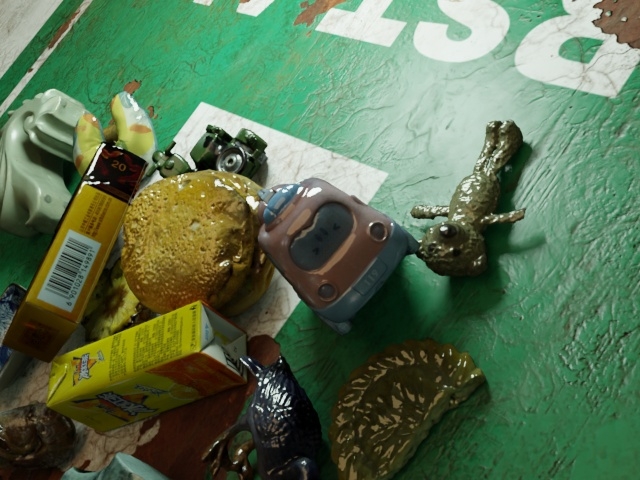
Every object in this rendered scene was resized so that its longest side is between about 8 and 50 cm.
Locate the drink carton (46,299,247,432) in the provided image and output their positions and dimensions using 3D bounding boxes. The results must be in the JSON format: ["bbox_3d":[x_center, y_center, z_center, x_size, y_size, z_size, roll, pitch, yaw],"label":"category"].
[{"bbox_3d":[-0.317,0.236,1.523,0.351,0.154,0.111,-22,50,24],"label":"drink carton"}]

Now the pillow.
[{"bbox_3d":[-0.490,-0.222,1.979,0.233,0.086,0.214,-22,85,26],"label":"pillow"}]

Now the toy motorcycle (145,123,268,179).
[{"bbox_3d":[-0.237,-0.168,1.771,0.275,0.127,0.205,33,86,42],"label":"toy motorcycle"}]

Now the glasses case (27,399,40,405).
[{"bbox_3d":[-0.593,0.368,1.732,0.032,0.021,0.083,-39,45,8],"label":"glasses case"}]

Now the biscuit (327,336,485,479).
[{"bbox_3d":[0.105,0.250,1.282,0.273,0.036,0.187,-49,44,-2],"label":"biscuit"}]

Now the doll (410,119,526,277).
[{"bbox_3d":[0.260,-0.068,1.366,0.286,0.091,0.202,-41,52,-6],"label":"doll"}]

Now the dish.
[{"bbox_3d":[-0.692,0.233,1.860,0.182,0.080,0.243,20,74,43],"label":"dish"}]

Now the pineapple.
[{"bbox_3d":[-0.405,0.133,1.718,0.225,0.076,0.225,-20,52,29],"label":"pineapple"}]

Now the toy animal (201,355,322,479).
[{"bbox_3d":[-0.081,0.307,1.325,0.185,0.122,0.298,-30,38,31],"label":"toy animal"}]

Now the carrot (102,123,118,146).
[{"bbox_3d":[-0.556,-0.255,2.120,0.298,0.078,0.078,0,60,43],"label":"carrot"}]

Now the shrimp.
[{"bbox_3d":[-0.634,0.413,1.645,0.343,0.145,0.116,-16,16,13],"label":"shrimp"}]

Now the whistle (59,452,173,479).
[{"bbox_3d":[-0.247,0.477,1.278,0.405,0.188,0.168,22,75,43],"label":"whistle"}]

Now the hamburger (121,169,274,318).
[{"bbox_3d":[-0.218,0.006,1.572,0.314,0.170,0.290,1,80,29],"label":"hamburger"}]

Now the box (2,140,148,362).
[{"bbox_3d":[-0.511,0.022,1.749,0.264,0.116,0.415,-42,28,52],"label":"box"}]

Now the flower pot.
[{"bbox_3d":[-0.707,-0.184,2.085,0.254,0.164,0.367,-13,64,38],"label":"flower pot"}]

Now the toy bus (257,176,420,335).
[{"bbox_3d":[0.000,0.000,1.363,0.197,0.232,0.294,-49,13,-2],"label":"toy bus"}]
